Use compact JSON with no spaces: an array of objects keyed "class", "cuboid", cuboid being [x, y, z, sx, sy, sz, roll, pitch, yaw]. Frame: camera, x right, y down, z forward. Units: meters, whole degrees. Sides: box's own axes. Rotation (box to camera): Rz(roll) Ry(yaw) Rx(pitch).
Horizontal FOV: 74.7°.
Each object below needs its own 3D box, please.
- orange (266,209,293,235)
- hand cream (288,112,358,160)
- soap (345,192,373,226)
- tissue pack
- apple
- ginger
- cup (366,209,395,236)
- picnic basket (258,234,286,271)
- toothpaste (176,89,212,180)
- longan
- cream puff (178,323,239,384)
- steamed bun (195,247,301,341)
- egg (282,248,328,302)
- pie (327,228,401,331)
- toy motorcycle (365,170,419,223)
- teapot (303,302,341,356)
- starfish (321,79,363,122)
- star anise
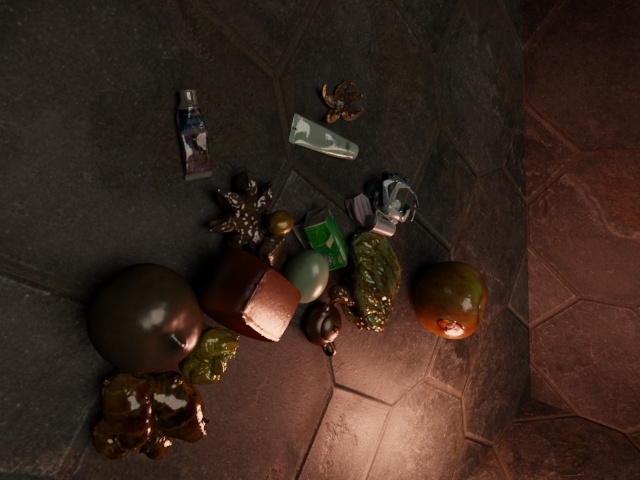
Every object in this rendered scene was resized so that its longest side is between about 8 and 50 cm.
[{"class":"orange","cuboid":[-0.136,-0.056,1.386,0.095,0.085,0.085,-38,120,-40]},{"class":"hand cream","cuboid":[0.021,-0.389,1.640,0.321,0.067,0.109,13,89,-38]},{"class":"soap","cuboid":[0.166,-0.133,1.802,0.100,0.056,0.149,-37,120,-33]},{"class":"tissue pack","cuboid":[-0.001,-0.001,1.629,0.148,0.156,0.209,-76,145,-56]},{"class":"apple","cuboid":[0.655,0.299,2.140,0.400,0.334,0.399,-31,127,-53]},{"class":"ginger","cuboid":[-0.492,0.524,1.247,0.358,0.153,0.274,23,81,-40]},{"class":"cup","cuboid":[0.259,-0.076,1.796,0.116,0.074,0.104,17,65,-26]},{"class":"picnic basket","cuboid":[-0.164,0.058,1.470,0.110,0.055,0.193,-49,164,-26]},{"class":"toothpaste","cuboid":[-0.390,-0.320,1.285,0.096,0.061,0.265,-20,115,-39]},{"class":"longan","cuboid":[-0.470,0.214,1.141,0.297,0.297,0.297,-8,101,-41]},{"class":"cream puff","cuboid":[-0.360,0.357,1.306,0.195,0.221,0.194,7,62,-13]},{"class":"steamed bun","cuboid":[-0.241,0.176,1.348,0.234,0.248,0.379,-63,154,-15]},{"class":"egg","cuboid":[-0.056,0.132,1.550,0.168,0.168,0.230,-18,143,-39]},{"class":"pie","cuboid":[0.230,0.171,1.821,0.395,0.181,0.418,51,51,-34]},{"class":"toy motorcycle","cuboid":[0.321,-0.175,1.859,0.154,0.206,0.260,-83,150,-57]},{"class":"teapot","cuboid":[0.025,0.363,1.701,0.178,0.135,0.251,-21,109,-34]},{"class":"starfish","cuboid":[0.076,-0.545,1.659,0.216,0.071,0.238,44,57,-31]},{"class":"star anise","cuboid":[-0.237,-0.082,1.414,0.315,0.108,0.315,-8,102,-41]}]
